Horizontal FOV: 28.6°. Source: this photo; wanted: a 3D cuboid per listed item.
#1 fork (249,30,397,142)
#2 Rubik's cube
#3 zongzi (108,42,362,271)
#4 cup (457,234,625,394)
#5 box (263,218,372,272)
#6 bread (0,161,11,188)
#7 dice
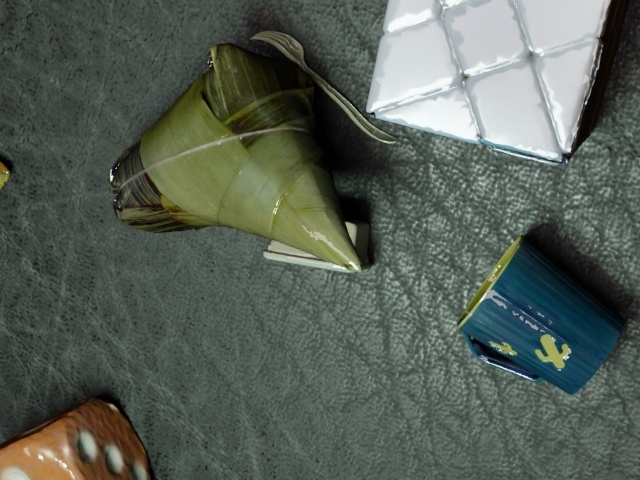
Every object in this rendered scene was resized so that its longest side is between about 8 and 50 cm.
[{"bbox_3d":[0.007,-0.188,1.517,0.219,0.034,0.028,40,120,7],"label":"fork"},{"bbox_3d":[0.197,-0.226,1.336,0.231,0.224,0.221,17,108,15],"label":"Rubik's cube"},{"bbox_3d":[-0.105,-0.029,1.481,0.289,0.154,0.317,-42,59,35],"label":"zongzi"},{"bbox_3d":[0.250,0.102,1.460,0.155,0.131,0.176,35,141,5],"label":"cup"},{"bbox_3d":[0.000,0.000,1.537,0.122,0.089,0.062,9,94,17],"label":"box"},{"bbox_3d":[-0.500,-0.041,1.693,0.065,0.103,0.187,49,117,6],"label":"bread"},{"bbox_3d":[-0.345,0.328,1.686,0.175,0.174,0.179,-24,93,21],"label":"dice"}]
